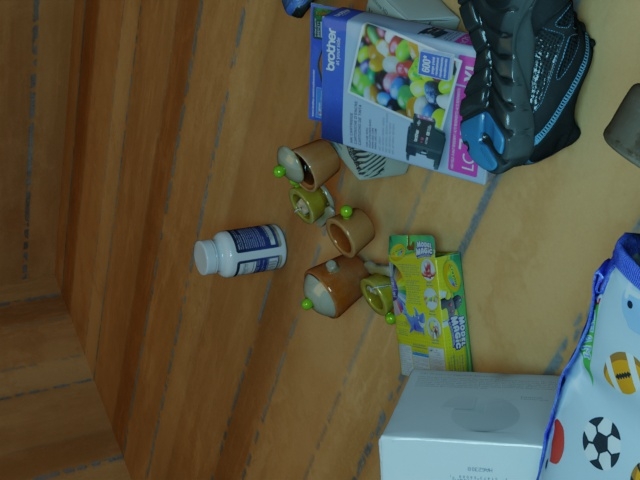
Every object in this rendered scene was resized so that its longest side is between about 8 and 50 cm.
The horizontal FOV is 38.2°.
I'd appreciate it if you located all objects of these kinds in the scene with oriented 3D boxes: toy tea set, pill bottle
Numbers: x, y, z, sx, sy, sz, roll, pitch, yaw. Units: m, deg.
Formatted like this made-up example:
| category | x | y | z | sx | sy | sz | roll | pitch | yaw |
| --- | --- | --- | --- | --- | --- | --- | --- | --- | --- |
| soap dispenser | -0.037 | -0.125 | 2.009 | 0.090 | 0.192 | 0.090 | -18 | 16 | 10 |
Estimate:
| category | x | y | z | sx | sy | sz | roll | pitch | yaw |
| --- | --- | --- | --- | --- | --- | --- | --- | --- | --- |
| toy tea set | 0.000 | 0.000 | 1.499 | 0.336 | 0.124 | 0.200 | 63 | 158 | -13 |
| pill bottle | -0.161 | 0.023 | 1.846 | 0.094 | 0.169 | 0.094 | 25 | 119 | 57 |

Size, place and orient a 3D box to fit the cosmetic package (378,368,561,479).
| category | x | y | z | sx | sy | sz | roll | pitch | yaw |
| --- | --- | --- | --- | --- | --- | --- | --- | --- | --- |
| cosmetic package | 0.202 | 0.256 | 1.104 | 0.224 | 0.224 | 0.138 | -41 | -50 | -70 |

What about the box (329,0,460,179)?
| category | x | y | z | sx | sy | sz | roll | pitch | yaw |
| --- | --- | --- | --- | --- | --- | --- | --- | --- | --- |
| box | 0.103 | -0.231 | 1.368 | 0.113 | 0.094 | 0.275 | 54 | 142 | 39 |

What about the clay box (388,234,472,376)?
| category | x | y | z | sx | sy | sz | roll | pitch | yaw |
| --- | --- | --- | --- | --- | --- | --- | --- | --- | --- |
| clay box | 0.164 | 0.099 | 1.397 | 0.127 | 0.053 | 0.222 | 2 | 99 | 61 |

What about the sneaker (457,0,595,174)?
| category | x | y | z | sx | sy | sz | roll | pitch | yaw |
| --- | --- | --- | --- | --- | --- | --- | --- | --- | --- |
| sneaker | 0.239 | -0.252 | 1.058 | 0.125 | 0.139 | 0.341 | 37 | 133 | 53 |

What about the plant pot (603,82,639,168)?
| category | x | y | z | sx | sy | sz | roll | pitch | yaw |
| --- | --- | --- | --- | --- | --- | --- | --- | --- | --- |
| plant pot | 0.395 | -0.126 | 0.739 | 0.263 | 0.263 | 0.229 | 45 | 119 | 47 |

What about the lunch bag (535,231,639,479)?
| category | x | y | z | sx | sy | sz | roll | pitch | yaw |
| --- | --- | --- | --- | --- | --- | --- | --- | --- | --- |
| lunch bag | 0.384 | 0.200 | 0.786 | 0.385 | 0.239 | 0.328 | 27 | 124 | 31 |

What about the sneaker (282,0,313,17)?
| category | x | y | z | sx | sy | sz | roll | pitch | yaw |
| --- | --- | --- | --- | --- | --- | --- | --- | --- | --- |
| sneaker | -0.095 | -0.526 | 1.589 | 0.130 | 0.147 | 0.330 | -45 | 60 | 56 |

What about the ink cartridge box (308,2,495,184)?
| category | x | y | z | sx | sy | sz | roll | pitch | yaw |
| --- | --- | --- | --- | --- | --- | --- | --- | --- | --- |
| ink cartridge box | 0.102 | -0.204 | 1.255 | 0.311 | 0.065 | 0.186 | 21 | 126 | 29 |
